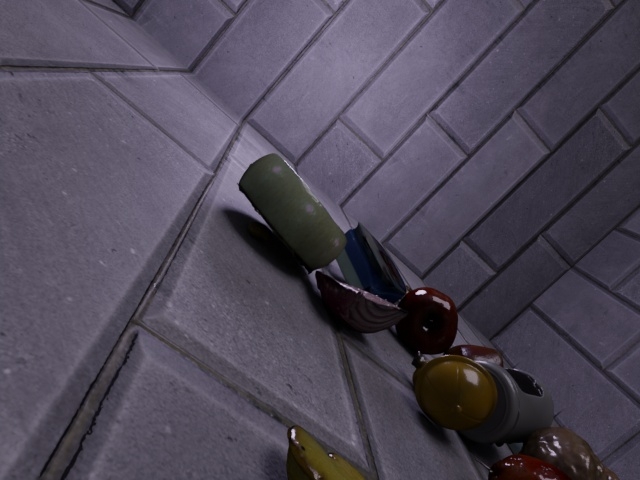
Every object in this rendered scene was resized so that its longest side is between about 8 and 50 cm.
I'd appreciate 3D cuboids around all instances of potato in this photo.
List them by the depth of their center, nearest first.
[{"bbox_3d":[-0.157,-0.021,1.227,0.046,0.045,0.092,19,-8,33],"label":"potato"}]

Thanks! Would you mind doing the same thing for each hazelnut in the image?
[{"bbox_3d":[0.504,0.427,1.515,0.208,0.208,0.208,42,11,-10],"label":"hazelnut"}]

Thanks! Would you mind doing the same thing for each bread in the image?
[{"bbox_3d":[0.017,0.310,0.565,0.187,0.065,0.149,42,0,7],"label":"bread"}]

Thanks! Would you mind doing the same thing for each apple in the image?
[{"bbox_3d":[0.357,0.267,1.567,0.234,0.234,0.234,42,11,-10],"label":"apple"}]

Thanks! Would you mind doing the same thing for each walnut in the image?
[{"bbox_3d":[0.594,0.599,1.124,0.273,0.227,0.273,42,14,-13],"label":"walnut"}]

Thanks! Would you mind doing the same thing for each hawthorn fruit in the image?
[{"bbox_3d":[0.414,0.527,0.948,0.235,0.181,0.181,31,11,0],"label":"hawthorn fruit"}]

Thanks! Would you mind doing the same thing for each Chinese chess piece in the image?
[{"bbox_3d":[-0.079,-0.074,1.280,0.349,0.146,0.349,51,-1,2],"label":"Chinese chess piece"}]

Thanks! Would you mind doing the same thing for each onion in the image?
[{"bbox_3d":[0.081,0.174,1.229,0.250,0.111,0.247,23,-2,-35],"label":"onion"}]

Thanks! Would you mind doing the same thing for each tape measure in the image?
[{"bbox_3d":[0.173,0.108,1.586,0.262,0.138,0.259,37,26,-51],"label":"tape measure"}]

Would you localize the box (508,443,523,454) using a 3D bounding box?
[{"bbox_3d":[0.692,0.684,1.559,0.135,0.079,0.269,41,11,-14],"label":"box"}]

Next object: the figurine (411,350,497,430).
[{"bbox_3d":[0.317,0.375,1.156,0.192,0.167,0.257,40,-13,0],"label":"figurine"}]

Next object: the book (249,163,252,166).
[{"bbox_3d":[-0.170,-0.194,1.906,0.214,0.025,0.283,28,21,-53],"label":"book"}]

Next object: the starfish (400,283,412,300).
[{"bbox_3d":[0.312,0.174,2.064,0.312,0.113,0.303,53,13,-1],"label":"starfish"}]

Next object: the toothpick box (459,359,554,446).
[{"bbox_3d":[0.517,0.472,1.301,0.316,0.229,0.229,22,22,-38],"label":"toothpick box"}]
